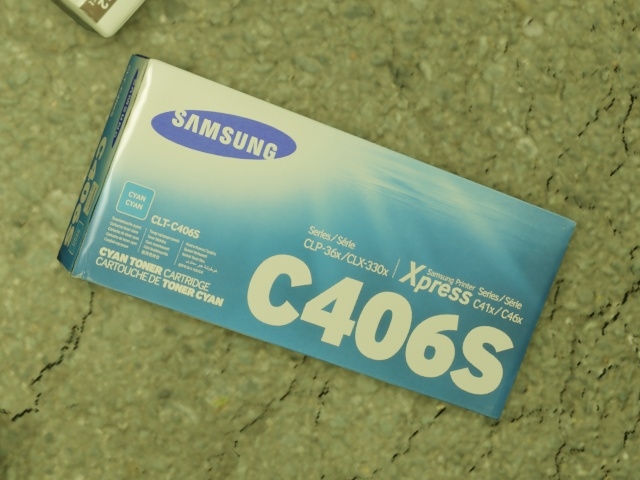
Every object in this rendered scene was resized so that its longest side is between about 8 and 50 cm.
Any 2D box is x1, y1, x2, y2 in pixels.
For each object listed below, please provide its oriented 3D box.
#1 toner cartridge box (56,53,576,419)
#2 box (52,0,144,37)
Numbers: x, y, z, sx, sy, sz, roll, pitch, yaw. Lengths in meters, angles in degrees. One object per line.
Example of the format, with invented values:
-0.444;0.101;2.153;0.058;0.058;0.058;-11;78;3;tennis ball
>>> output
0.000;0.000;1.273;0.347;0.075;0.165;19;93;-18;toner cartridge box
-0.157;-0.261;1.160;0.182;0.119;0.181;42;86;-18;box
